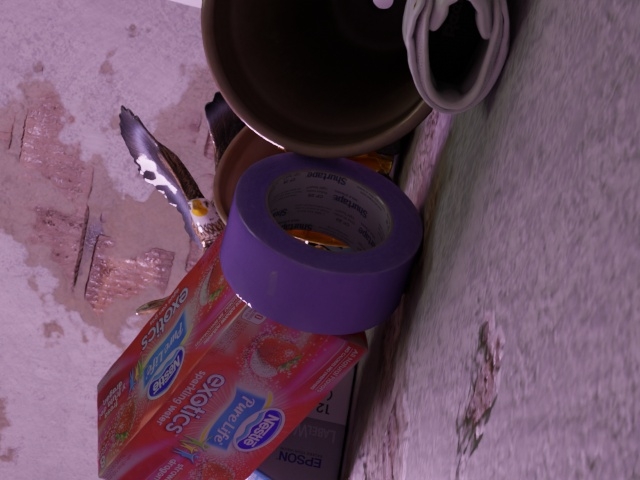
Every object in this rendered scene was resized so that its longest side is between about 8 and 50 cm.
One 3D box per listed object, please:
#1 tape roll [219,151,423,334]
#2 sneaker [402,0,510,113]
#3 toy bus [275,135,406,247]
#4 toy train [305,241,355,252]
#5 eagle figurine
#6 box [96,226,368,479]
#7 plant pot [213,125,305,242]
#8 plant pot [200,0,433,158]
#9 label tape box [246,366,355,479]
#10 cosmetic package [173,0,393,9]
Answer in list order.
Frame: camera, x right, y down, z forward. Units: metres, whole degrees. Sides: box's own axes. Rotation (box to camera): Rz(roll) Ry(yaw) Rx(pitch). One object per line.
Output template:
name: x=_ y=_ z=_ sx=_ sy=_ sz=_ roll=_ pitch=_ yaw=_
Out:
tape roll: x=0.000 y=0.000 z=1.365 sx=0.189 sy=0.189 sz=0.080 roll=-84 pitch=9 yaw=-53
sneaker: x=0.127 y=-0.250 z=1.137 sx=0.169 sy=0.108 sz=0.292 roll=-90 pitch=4 yaw=-62
toy bus: x=0.030 y=-0.115 z=1.682 sx=0.211 sy=0.149 sz=0.220 roll=-36 pitch=-42 yaw=-78
toy train: x=0.005 y=0.046 z=1.750 sx=0.105 sy=0.080 sz=0.184 roll=-46 pitch=-18 yaw=-26
eagle figurine: x=-0.157 y=-0.058 z=1.995 sx=0.225 sy=0.226 sz=0.298 roll=147 pitch=118 yaw=-63
box: x=-0.101 y=0.139 z=1.488 sx=0.300 sy=0.154 sz=0.142 roll=-48 pitch=32 yaw=27
plant pot: x=-0.016 y=-0.072 z=1.871 sx=0.110 sy=0.237 sz=0.237 roll=52 pitch=-140 yaw=-48
plant pot: x=0.037 y=-0.238 z=1.437 sx=0.229 sy=0.263 sz=0.263 roll=-46 pitch=-26 yaw=-63
label tape box: x=-0.046 y=0.260 z=1.663 sx=0.249 sy=0.115 sz=0.348 roll=113 pitch=171 yaw=-60
cosmetic package: x=-0.033 y=-0.487 z=1.787 sx=0.327 sy=0.393 sz=0.329 roll=116 pitch=166 yaw=-71
